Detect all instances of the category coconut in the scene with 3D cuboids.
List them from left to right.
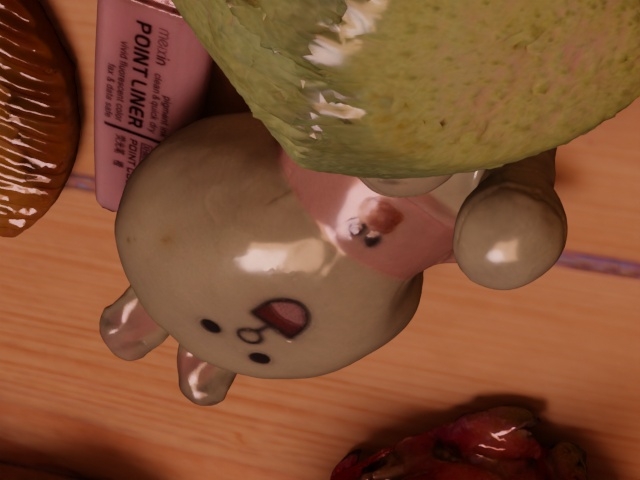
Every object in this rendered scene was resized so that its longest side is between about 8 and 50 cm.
[{"bbox_3d":[0.032,-0.142,0.562,0.205,0.236,0.236,-24,128,0],"label":"coconut"}]

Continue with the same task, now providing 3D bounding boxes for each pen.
[{"bbox_3d":[-0.071,-0.077,0.811,0.053,0.032,0.197,20,141,7],"label":"pen"}]

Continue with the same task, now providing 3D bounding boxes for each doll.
[{"bbox_3d":[0.005,-0.012,0.793,0.155,0.113,0.275,30,147,-21],"label":"doll"}]

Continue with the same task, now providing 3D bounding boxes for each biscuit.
[{"bbox_3d":[-0.201,-0.095,0.857,0.229,0.031,0.176,38,137,-16],"label":"biscuit"}]

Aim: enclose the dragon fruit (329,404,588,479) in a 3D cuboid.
[{"bbox_3d":[0.078,0.188,0.954,0.211,0.147,0.282,36,136,1],"label":"dragon fruit"}]
